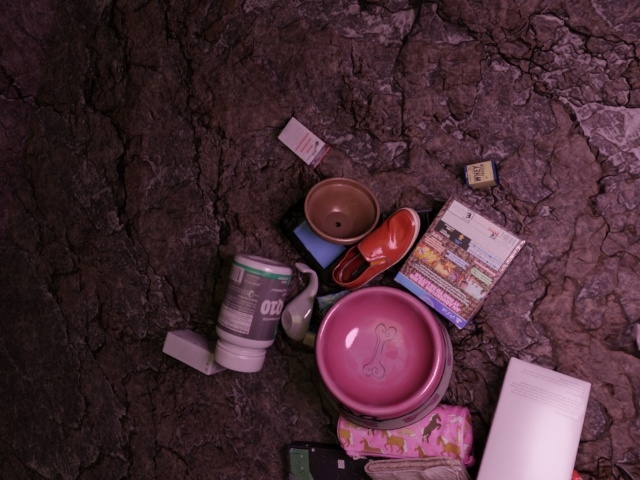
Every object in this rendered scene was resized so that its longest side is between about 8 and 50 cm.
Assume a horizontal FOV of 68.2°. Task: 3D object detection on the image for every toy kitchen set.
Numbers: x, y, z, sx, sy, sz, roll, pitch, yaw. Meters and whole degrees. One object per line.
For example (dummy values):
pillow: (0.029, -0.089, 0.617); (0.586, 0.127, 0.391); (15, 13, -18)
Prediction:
toy kitchen set: (0.074, 0.272, 1.514); (0.206, 0.122, 0.166); (18, 94, 6)

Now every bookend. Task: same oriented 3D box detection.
bookend: (0.276, -0.013, 1.441); (0.156, 0.072, 0.158); (-4, 85, 25)

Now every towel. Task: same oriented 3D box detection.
towel: (0.282, 0.670, 1.295); (0.282, 0.049, 0.187); (-20, 115, 31)

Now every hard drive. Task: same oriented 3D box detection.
hard drive: (0.061, 0.772, 1.490); (0.338, 0.064, 0.237); (-7, 83, 24)

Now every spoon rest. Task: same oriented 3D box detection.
spoon rest: (-0.065, 0.206, 1.570); (0.137, 0.084, 0.277); (39, 123, 46)

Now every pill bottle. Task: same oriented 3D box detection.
pill bottle: (-0.235, 0.240, 1.596); (0.204, 0.204, 0.362); (16, 94, 26)

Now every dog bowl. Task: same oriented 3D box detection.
dog bowl: (0.164, 0.309, 1.315); (0.407, 0.150, 0.409); (-5, 67, 11)

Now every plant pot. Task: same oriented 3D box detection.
plant pot: (0.063, -0.076, 1.503); (0.237, 0.110, 0.238); (3, 60, -5)

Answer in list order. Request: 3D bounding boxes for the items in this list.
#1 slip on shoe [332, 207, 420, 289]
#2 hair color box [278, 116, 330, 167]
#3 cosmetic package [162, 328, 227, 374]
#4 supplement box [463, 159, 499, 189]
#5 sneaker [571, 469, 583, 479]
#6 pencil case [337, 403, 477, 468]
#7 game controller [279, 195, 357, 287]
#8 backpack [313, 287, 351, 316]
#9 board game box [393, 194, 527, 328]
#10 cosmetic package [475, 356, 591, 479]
slip on shoe: (0.161, 0.031, 1.398); (0.331, 0.101, 0.123); (-44, 63, 23)
hair color box: (-0.058, -0.340, 1.638); (0.167, 0.053, 0.093); (44, 104, 23)
cosmetic package: (-0.452, 0.406, 1.738); (0.230, 0.117, 0.086); (19, 94, 24)
supplement box: (0.463, -0.187, 1.356); (0.083, 0.083, 0.056); (-9, 81, 26)
sneaker: (0.588, 0.611, 1.238); (0.144, 0.090, 0.270); (-34, 68, 10)
pencil case: (0.248, 0.553, 1.365); (0.385, 0.160, 0.167); (-7, 88, 25)
game controller: (0.000, 0.000, 1.577); (0.166, 0.067, 0.319); (-46, 70, 16)
backpack: (0.050, 0.198, 1.519); (0.114, 0.105, 0.084); (-17, 87, 16)
board game box: (0.396, 0.060, 1.338); (0.232, 0.141, 0.291); (38, 102, 23)
cosmetic package: (0.516, 0.504, 1.168); (0.196, 0.155, 0.366); (17, 71, 25)
